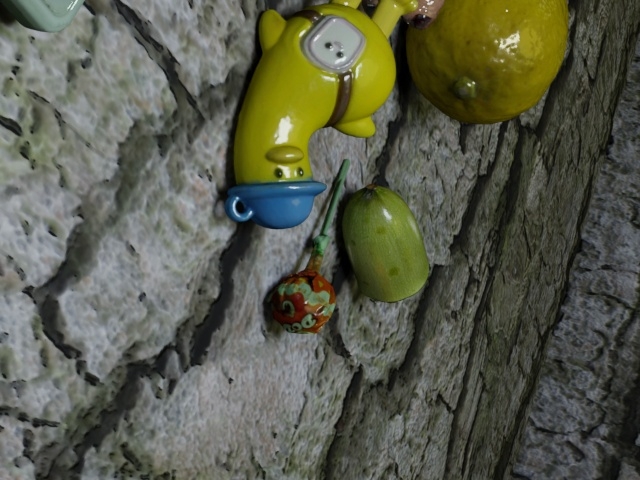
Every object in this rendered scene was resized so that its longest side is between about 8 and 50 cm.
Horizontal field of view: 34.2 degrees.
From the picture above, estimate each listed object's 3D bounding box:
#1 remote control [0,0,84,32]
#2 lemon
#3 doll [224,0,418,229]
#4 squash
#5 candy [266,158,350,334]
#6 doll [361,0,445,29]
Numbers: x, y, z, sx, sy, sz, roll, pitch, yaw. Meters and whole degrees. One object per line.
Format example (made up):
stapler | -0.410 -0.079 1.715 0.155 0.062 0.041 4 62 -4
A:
remote control | -0.262 -0.296 0.748 0.128 0.066 0.335 -63 151 -18
lemon | 0.256 -0.316 1.585 0.245 0.245 0.320 76 29 -42
doll | -0.016 -0.176 1.247 0.199 0.145 0.363 36 73 -19
squash | 0.093 -0.008 1.528 0.123 0.123 0.186 -61 150 -32
candy | -0.002 0.000 1.420 0.084 0.078 0.287 32 55 -24
doll | 0.128 -0.439 1.407 0.156 0.201 0.303 -131 -125 -76
